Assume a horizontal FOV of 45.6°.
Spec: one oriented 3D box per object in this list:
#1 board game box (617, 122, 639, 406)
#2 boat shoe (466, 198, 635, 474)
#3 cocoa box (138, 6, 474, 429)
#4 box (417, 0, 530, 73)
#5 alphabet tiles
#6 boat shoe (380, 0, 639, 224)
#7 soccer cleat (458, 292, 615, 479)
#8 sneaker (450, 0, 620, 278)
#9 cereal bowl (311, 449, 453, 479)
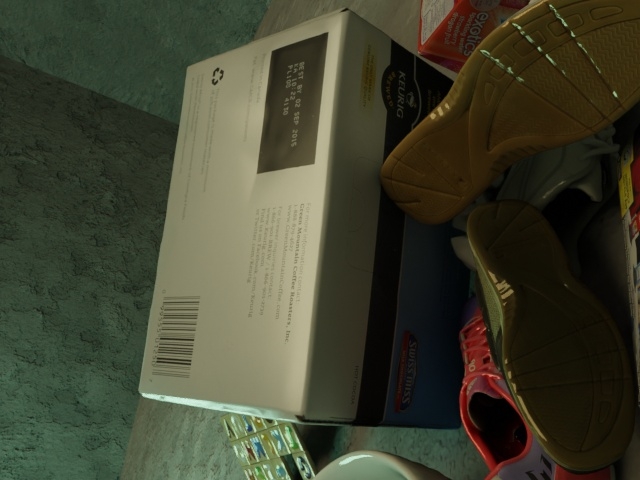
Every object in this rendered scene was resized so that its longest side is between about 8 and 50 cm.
[{"bbox_3d":[0.237,-0.025,0.427,0.194,0.060,0.194,97,-178,-60],"label":"board game box"},{"bbox_3d":[0.160,0.067,0.544,0.073,0.080,0.224,71,-175,-47],"label":"boat shoe"},{"bbox_3d":[0.000,0.000,0.755,0.231,0.227,0.348,-5,75,43],"label":"cocoa box"},{"bbox_3d":[0.198,-0.313,0.863,0.128,0.122,0.257,-47,29,50],"label":"box"},{"bbox_3d":[-0.075,0.275,1.022,0.198,0.009,0.237,63,149,8],"label":"alphabet tiles"},{"bbox_3d":[0.150,-0.113,0.567,0.096,0.098,0.277,-48,7,-39],"label":"boat shoe"},{"bbox_3d":[0.145,0.110,0.607,0.083,0.095,0.248,-61,20,26],"label":"soccer cleat"},{"bbox_3d":[0.211,-0.095,0.644,0.118,0.110,0.292,-145,67,-64],"label":"sneaker"},{"bbox_3d":[0.057,0.335,0.544,0.339,0.141,0.339,-54,25,39],"label":"cereal bowl"}]
